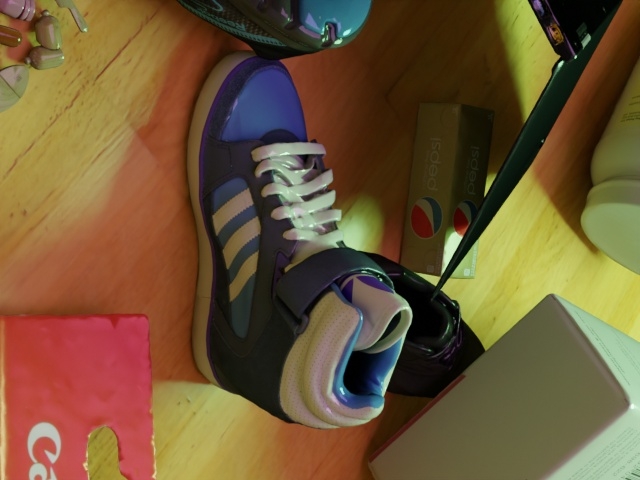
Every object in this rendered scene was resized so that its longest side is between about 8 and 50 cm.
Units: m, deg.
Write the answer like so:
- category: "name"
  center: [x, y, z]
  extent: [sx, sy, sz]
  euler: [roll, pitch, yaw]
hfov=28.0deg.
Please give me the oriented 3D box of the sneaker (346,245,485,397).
- category: "sneaker"
  center: [0.096, 0.094, 1.286]
  extent: [0.286, 0.130, 0.109]
  euler: [32, 73, -43]

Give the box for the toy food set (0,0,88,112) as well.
- category: "toy food set"
  center: [-0.243, -0.153, 0.997]
  extent: [0.122, 0.019, 0.078]
  euler: [-43, 124, -22]

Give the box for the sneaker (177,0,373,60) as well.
- category: "sneaker"
  center: [-0.125, -0.252, 1.027]
  extent: [0.341, 0.140, 0.125]
  euler: [38, 68, -19]

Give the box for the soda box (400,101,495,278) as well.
- category: "soda box"
  center: [0.133, -0.053, 1.345]
  extent: [0.058, 0.061, 0.181]
  euler: [4, 94, -44]

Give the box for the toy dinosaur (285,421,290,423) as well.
- category: "toy dinosaur"
  center: [-0.033, 0.120, 1.243]
  extent: [0.090, 0.047, 0.082]
  euler: [94, 16, -60]

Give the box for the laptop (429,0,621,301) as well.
- category: "laptop"
  center: [0.161, -0.227, 1.238]
  extent: [0.407, 0.236, 0.382]
  euler: [60, 31, -10]

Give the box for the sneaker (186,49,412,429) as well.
- category: "sneaker"
  center: [0.000, 0.000, 1.101]
  extent: [0.130, 0.236, 0.322]
  euler: [-2, 98, -44]

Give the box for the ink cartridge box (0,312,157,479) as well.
- category: "ink cartridge box"
  center: [-0.266, 0.198, 0.902]
  extent: [0.385, 0.091, 0.308]
  euler: [2, 80, -36]

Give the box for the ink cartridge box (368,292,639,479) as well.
- category: "ink cartridge box"
  center: [0.285, 0.251, 1.385]
  extent: [0.279, 0.160, 0.385]
  euler: [-46, 137, 17]

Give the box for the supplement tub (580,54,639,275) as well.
- category: "supplement tub"
  center: [0.467, -0.125, 1.538]
  extent: [0.235, 0.235, 0.324]
  euler: [43, 67, -39]
